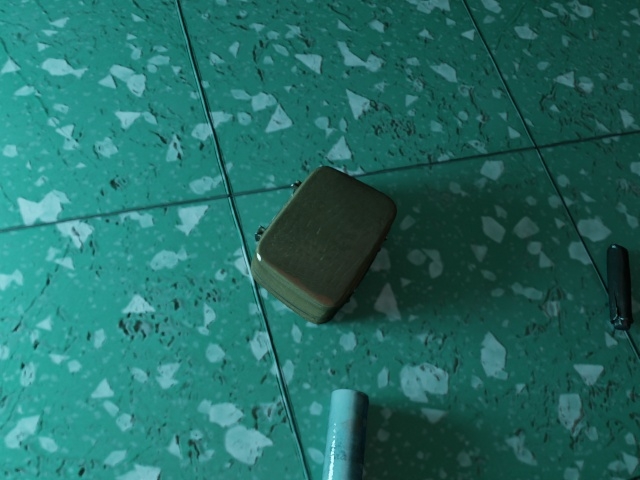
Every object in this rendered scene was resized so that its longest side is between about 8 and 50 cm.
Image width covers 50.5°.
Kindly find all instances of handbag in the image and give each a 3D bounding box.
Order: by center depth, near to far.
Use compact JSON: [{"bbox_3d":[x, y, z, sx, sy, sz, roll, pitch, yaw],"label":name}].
[{"bbox_3d":[0.000,0.000,0.892,0.151,0.072,0.193,31,63,3],"label":"handbag"}]

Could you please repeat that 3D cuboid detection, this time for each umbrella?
[{"bbox_3d":[0.433,0.067,0.978,0.036,0.031,0.133,13,62,-4],"label":"umbrella"}]

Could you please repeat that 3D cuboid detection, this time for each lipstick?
[{"bbox_3d":[0.027,0.254,0.781,0.048,0.048,0.157,11,61,-7],"label":"lipstick"}]
